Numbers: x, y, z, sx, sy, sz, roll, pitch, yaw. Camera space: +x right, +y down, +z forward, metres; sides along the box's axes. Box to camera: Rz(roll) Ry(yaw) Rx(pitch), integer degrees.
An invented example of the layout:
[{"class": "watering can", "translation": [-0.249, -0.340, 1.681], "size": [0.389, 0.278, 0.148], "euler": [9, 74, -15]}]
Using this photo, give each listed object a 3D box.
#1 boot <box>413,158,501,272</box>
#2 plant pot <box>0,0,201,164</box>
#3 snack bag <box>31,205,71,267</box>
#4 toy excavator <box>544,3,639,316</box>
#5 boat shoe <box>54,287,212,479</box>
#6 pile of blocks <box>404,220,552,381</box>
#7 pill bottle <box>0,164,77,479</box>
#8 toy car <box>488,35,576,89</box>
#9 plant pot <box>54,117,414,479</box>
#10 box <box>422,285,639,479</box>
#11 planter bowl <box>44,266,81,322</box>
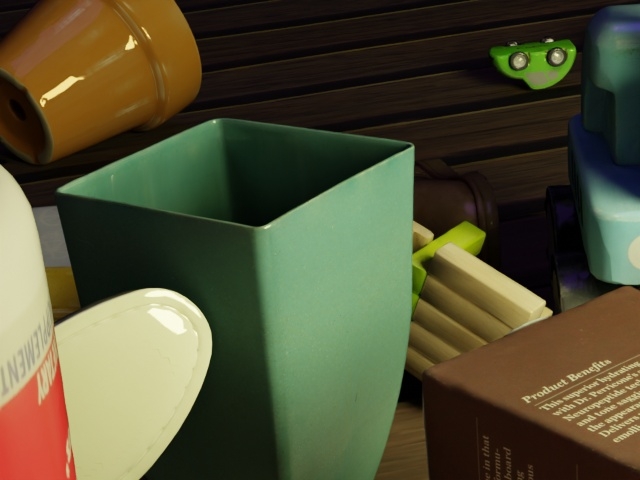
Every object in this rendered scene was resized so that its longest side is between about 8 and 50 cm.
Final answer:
[{"class": "boot", "translation": [0.000, 0.000, 1.539], "size": [0.269, 0.089, 0.236], "euler": [-10, 11, -11]}, {"class": "plant pot", "translation": [-0.266, -0.182, 1.954], "size": [0.205, 0.205, 0.188], "euler": [15, 44, 42]}, {"class": "snack bag", "translation": [-0.318, 0.041, 1.567], "size": [0.342, 0.037, 0.323], "euler": [-6, 21, 0]}, {"class": "toy excavator", "translation": [0.263, -0.104, 1.224], "size": [0.222, 0.445, 0.433], "euler": [-4, 20, 5]}, {"class": "boat shoe", "translation": [-0.193, 0.135, 1.050], "size": [0.305, 0.109, 0.091], "euler": [-44, 19, -7]}, {"class": "pile of blocks", "translation": [0.028, 0.026, 1.360], "size": [0.362, 0.149, 0.112], "euler": [9, 25, 34]}, {"class": "pill bottle", "translation": [-0.186, 0.182, 0.631], "size": [0.229, 0.408, 0.229], "euler": [-4, 21, 2]}, {"class": "toy car", "translation": [0.303, -0.204, 2.039], "size": [0.225, 0.053, 0.239], "euler": [-6, 20, -1]}, {"class": "plant pot", "translation": [-0.044, 0.062, 1.159], "size": [0.165, 0.234, 0.165], "euler": [11, 26, 34]}, {"class": "box", "translation": [0.185, 0.146, 0.976], "size": [0.168, 0.167, 0.203], "euler": [-20, 25, -32]}, {"class": "planter bowl", "translation": [-0.218, 0.099, 1.308], "size": [0.217, 0.090, 0.217], "euler": [-5, 20, 2]}]
